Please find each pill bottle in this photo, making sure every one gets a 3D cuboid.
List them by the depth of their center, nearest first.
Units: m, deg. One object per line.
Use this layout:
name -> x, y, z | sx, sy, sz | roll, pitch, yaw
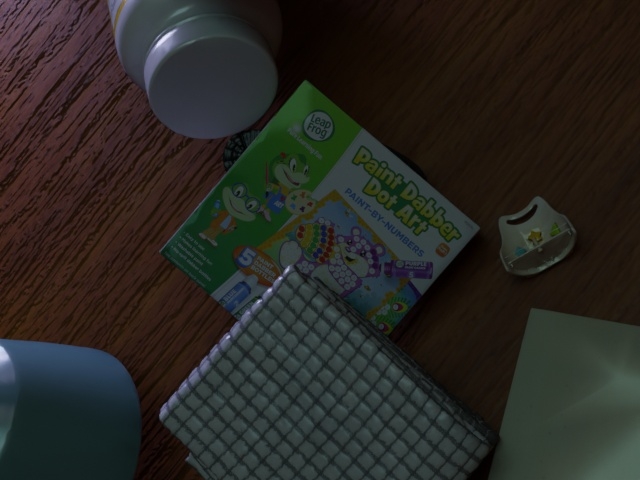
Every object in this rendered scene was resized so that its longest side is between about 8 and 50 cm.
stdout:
pill bottle -> -0.147, -0.274, 1.860 | 0.188, 0.188, 0.334 | -27, 45, 11

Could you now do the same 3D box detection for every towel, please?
towel -> 0.006, 0.194, 1.671 | 0.283, 0.121, 0.235 | 42, 102, 11

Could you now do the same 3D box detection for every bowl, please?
bowl -> -0.357, 0.230, 1.761 | 0.311, 0.163, 0.311 | -24, 49, 32

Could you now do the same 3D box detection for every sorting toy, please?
sorting toy -> 0.226, -0.008, 1.747 | 0.083, 0.045, 0.075 | -30, 56, 10

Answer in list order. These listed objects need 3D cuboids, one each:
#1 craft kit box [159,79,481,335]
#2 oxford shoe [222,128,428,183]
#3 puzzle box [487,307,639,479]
craft kit box -> 0.000, 0.000, 1.763 | 0.250, 0.061, 0.246 | 40, 89, 3
oxford shoe -> 0.010, -0.081, 1.836 | 0.227, 0.096, 0.083 | 14, 90, 5
puzzle box -> 0.289, 0.284, 1.605 | 0.272, 0.052, 0.409 | 10, 75, 24
